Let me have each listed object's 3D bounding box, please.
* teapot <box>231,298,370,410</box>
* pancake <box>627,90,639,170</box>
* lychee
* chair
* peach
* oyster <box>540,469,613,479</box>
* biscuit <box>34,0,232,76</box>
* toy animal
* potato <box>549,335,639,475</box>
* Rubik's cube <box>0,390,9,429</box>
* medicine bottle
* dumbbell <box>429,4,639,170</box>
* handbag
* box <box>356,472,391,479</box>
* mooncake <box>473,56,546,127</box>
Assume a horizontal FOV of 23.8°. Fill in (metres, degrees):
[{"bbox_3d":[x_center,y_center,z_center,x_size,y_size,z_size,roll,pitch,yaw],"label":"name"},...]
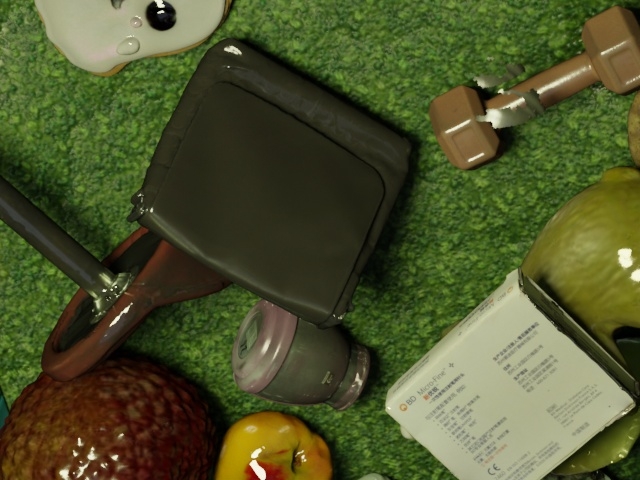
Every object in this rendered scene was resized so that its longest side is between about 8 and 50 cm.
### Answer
[{"bbox_3d":[-0.024,0.143,1.676,0.146,0.116,0.148,24,114,-21],"label":"teapot"},{"bbox_3d":[0.412,-0.119,1.552,0.199,0.021,0.199,2,120,3],"label":"pancake"},{"bbox_3d":[-0.235,0.255,1.677,0.260,0.261,0.261,2,119,3],"label":"lychee"},{"bbox_3d":[-0.291,-0.020,1.540,0.401,0.226,0.226,41,114,-17],"label":"chair"},{"bbox_3d":[-0.059,0.264,1.736,0.138,0.138,0.138,2,119,3],"label":"peach"},{"bbox_3d":[0.288,0.359,1.765,0.267,0.112,0.198,41,116,-10],"label":"oyster"},{"bbox_3d":[-0.188,-0.256,1.506,0.208,0.049,0.181,-12,118,12],"label":"biscuit"},{"bbox_3d":[0.255,0.095,1.598,0.180,0.181,0.363,38,114,-6],"label":"toy animal"},{"bbox_3d":[0.309,0.182,1.688,0.119,0.054,0.198,41,90,13],"label":"potato"},{"bbox_3d":[-0.475,0.217,1.689,0.224,0.213,0.265,-10,120,8],"label":"Rubik's cube"},{"bbox_3d":[0.187,0.153,1.509,0.171,0.052,0.201,42,113,-6],"label":"medicine bottle"},{"bbox_3d":[0.222,-0.150,1.514,0.230,0.082,0.092,-26,115,17],"label":"dumbbell"},{"bbox_3d":[-0.049,-0.055,1.525,0.246,0.223,0.080,29,160,-12],"label":"handbag"},{"bbox_3d":[0.015,0.433,1.793,0.294,0.193,0.167,-33,120,19],"label":"box"},{"bbox_3d":[0.224,-0.278,1.429,0.150,0.057,0.347,3,99,7],"label":"mooncake"}]
